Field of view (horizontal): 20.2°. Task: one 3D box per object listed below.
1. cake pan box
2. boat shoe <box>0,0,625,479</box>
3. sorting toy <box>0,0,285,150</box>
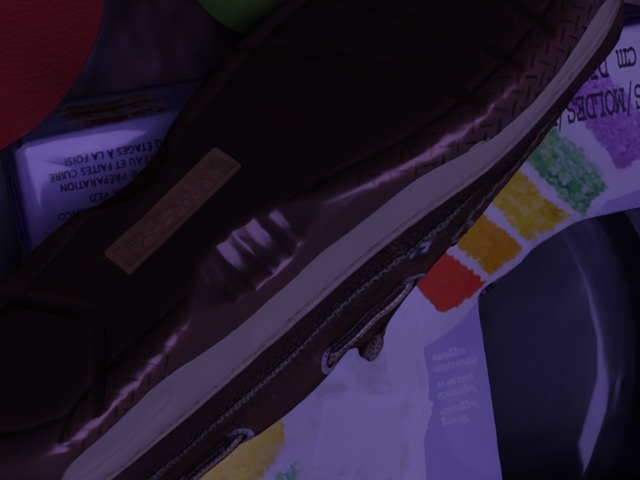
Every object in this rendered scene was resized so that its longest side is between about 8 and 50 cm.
[{"bbox_3d":[0.032,0.051,0.673,0.266,0.070,0.246,-11,105,-15],"label":"cake pan box"},{"bbox_3d":[-0.005,-0.005,0.581,0.257,0.095,0.095,-38,143,-7],"label":"boat shoe"},{"bbox_3d":[-0.035,-0.143,0.599,0.365,0.126,0.127,-21,141,-17],"label":"sorting toy"}]
